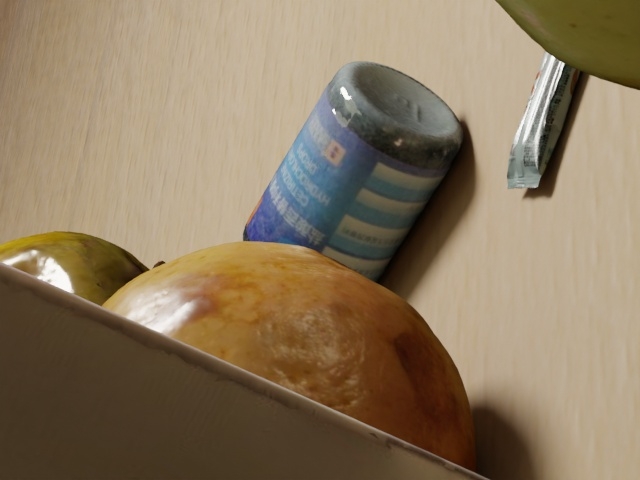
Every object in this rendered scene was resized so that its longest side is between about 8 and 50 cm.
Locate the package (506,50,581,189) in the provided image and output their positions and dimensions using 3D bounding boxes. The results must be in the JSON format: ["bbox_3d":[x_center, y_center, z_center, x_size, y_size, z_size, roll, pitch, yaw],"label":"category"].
[{"bbox_3d":[0.116,-0.076,0.986,0.110,0.015,0.037,-70,17,-10],"label":"package"}]

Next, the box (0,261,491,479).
[{"bbox_3d":[-0.022,0.119,0.638,0.145,0.333,0.173,-68,18,-8],"label":"box"}]

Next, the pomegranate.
[{"bbox_3d":[-0.038,0.104,0.909,0.215,0.215,0.215,-55,22,35],"label":"pomegranate"}]

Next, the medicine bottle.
[{"bbox_3d":[0.000,0.000,1.125,0.203,0.083,0.083,-60,19,28],"label":"medicine bottle"}]

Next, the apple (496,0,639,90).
[{"bbox_3d":[0.133,-0.188,0.720,0.262,0.262,0.262,-55,22,35],"label":"apple"}]

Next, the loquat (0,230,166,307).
[{"bbox_3d":[-0.166,0.093,1.311,0.213,0.213,0.213,-55,22,35],"label":"loquat"}]
